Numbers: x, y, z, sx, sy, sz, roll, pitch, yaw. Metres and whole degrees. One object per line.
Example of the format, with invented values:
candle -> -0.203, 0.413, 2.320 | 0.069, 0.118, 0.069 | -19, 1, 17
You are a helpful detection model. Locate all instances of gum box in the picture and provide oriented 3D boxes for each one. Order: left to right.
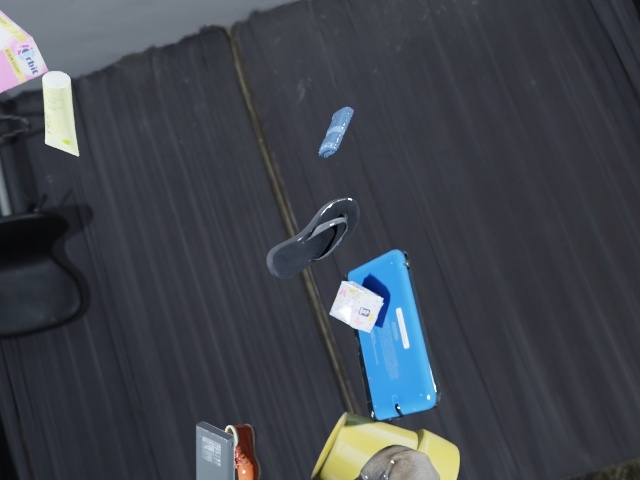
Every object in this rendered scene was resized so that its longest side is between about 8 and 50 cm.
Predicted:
gum box -> -0.529, -0.303, 1.008 | 0.107, 0.188, 0.062 | -34, 140, -23

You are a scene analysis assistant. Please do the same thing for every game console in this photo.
game console -> 0.158, 0.192, 1.240 | 0.174, 0.292, 0.250 | 4, 157, -38

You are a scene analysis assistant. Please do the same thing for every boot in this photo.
boot -> -0.184, 0.501, 1.459 | 0.059, 0.157, 0.085 | -25, 150, 22

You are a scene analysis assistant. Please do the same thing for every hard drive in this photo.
hard drive -> -0.219, 0.453, 1.312 | 0.094, 0.135, 0.022 | 12, -162, 32

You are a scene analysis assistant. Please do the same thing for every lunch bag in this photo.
lunch bag -> 0.069, 0.121, 1.162 | 0.083, 0.071, 0.053 | 27, -169, 30

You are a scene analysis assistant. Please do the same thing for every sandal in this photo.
sandal -> 0.000, 0.001, 1.352 | 0.254, 0.097, 0.055 | -40, -150, -26

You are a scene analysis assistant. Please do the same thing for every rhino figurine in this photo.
rhino figurine -> 0.093, 0.296, 0.631 | 0.106, 0.243, 0.073 | -34, -149, -11

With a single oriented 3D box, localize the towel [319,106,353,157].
towel -> 0.035, -0.249, 1.451 | 0.029, 0.119, 0.067 | 30, 160, -18

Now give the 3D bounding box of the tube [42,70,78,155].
tube -> -0.646, -0.306, 1.569 | 0.062, 0.070, 0.240 | -20, 154, -30

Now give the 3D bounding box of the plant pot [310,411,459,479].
plant pot -> 0.120, 0.480, 1.299 | 0.253, 0.239, 0.254 | -61, 177, -6
